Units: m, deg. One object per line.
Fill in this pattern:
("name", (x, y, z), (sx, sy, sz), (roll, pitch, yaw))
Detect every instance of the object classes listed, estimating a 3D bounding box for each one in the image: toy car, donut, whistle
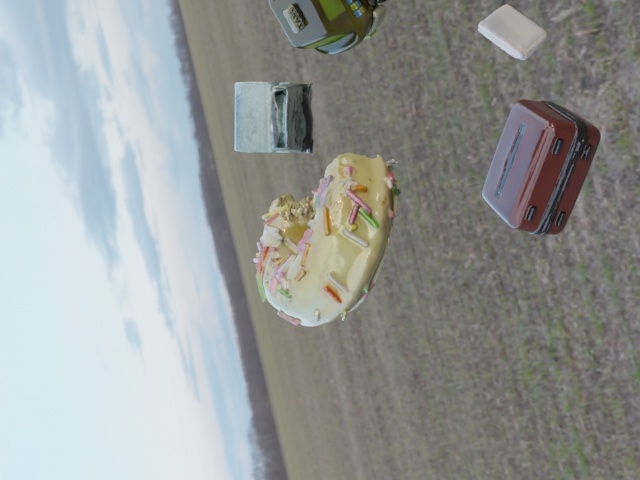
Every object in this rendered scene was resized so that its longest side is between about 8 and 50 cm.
("toy car", (-0.007, -0.464, 1.489), (0.204, 0.198, 0.247), (-7, 122, 43))
("donut", (-0.005, 0.008, 1.491), (0.371, 0.150, 0.307), (-25, 51, 58))
("whistle", (-0.086, -0.285, 1.837), (0.405, 0.188, 0.168), (-156, 66, -66))

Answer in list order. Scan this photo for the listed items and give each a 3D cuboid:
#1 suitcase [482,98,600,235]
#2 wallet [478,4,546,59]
("suitcase", (0.531, -0.181, 1.923), (0.236, 0.161, 0.297), (-115, 36, -61))
("wallet", (0.408, -0.441, 1.671), (0.124, 0.183, 0.032), (39, 133, 6))
